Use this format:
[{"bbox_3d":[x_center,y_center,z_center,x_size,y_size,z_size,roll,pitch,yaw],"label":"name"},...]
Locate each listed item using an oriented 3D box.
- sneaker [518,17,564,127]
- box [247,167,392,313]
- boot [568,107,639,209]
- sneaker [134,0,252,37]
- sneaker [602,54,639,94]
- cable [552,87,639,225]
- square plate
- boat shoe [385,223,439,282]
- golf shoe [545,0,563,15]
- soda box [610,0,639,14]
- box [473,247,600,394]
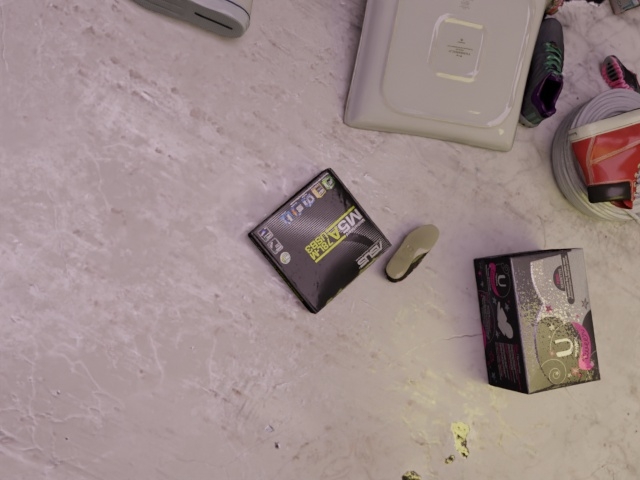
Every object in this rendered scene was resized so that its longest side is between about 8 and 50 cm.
[{"bbox_3d":[0.446,-0.329,1.492,0.083,0.098,0.224,14,84,-16],"label":"sneaker"},{"bbox_3d":[0.000,0.000,1.366,0.190,0.045,0.184,-40,97,-14],"label":"box"},{"bbox_3d":[0.597,-0.157,1.449,0.244,0.088,0.176,-18,93,-8],"label":"boot"},{"bbox_3d":[-0.234,-0.429,1.297,0.258,0.094,0.091,23,63,-20],"label":"sneaker"},{"bbox_3d":[0.620,-0.332,1.579,0.057,0.047,0.119,-43,108,-21],"label":"sneaker"},{"bbox_3d":[0.586,-0.166,1.536,0.257,0.089,0.257,21,81,-14],"label":"cable"},{"bbox_3d":[0.240,-0.349,1.400,0.347,0.049,0.344,7,105,-17],"label":"square plate"},{"bbox_3d":[0.167,0.023,1.421,0.049,0.042,0.133,40,75,14],"label":"boat shoe"},{"bbox_3d":[0.450,-0.542,1.518,0.085,0.067,0.186,17,83,-15],"label":"golf shoe"},{"bbox_3d":[0.685,-0.524,1.593,0.183,0.063,0.058,-23,94,-17],"label":"soda box"},{"bbox_3d":[0.401,0.144,1.435,0.163,0.142,0.248,-7,90,-17],"label":"box"}]
